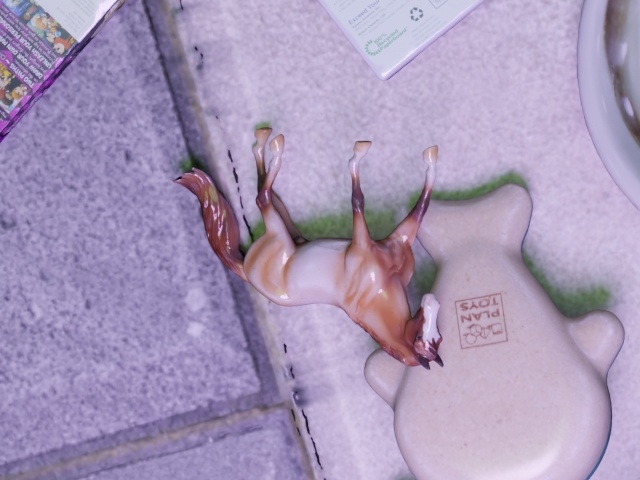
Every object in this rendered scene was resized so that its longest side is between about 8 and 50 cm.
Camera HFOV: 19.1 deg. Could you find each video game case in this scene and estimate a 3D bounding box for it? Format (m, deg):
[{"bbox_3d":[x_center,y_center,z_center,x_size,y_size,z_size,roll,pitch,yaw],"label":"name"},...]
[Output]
[{"bbox_3d":[-0.296,-0.228,1.608,0.232,0.042,0.210,43,100,0],"label":"video game case"}]

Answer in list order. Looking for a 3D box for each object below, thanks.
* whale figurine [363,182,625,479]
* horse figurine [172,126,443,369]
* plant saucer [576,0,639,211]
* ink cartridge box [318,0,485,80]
[{"bbox_3d":[0.146,0.095,1.575,0.216,0.141,0.272,-12,72,12],"label":"whale figurine"},{"bbox_3d":[0.000,0.000,1.568,0.263,0.066,0.174,8,101,32],"label":"horse figurine"},{"bbox_3d":[0.396,-0.160,1.458,0.400,0.100,0.400,-11,69,31],"label":"plant saucer"},{"bbox_3d":[0.069,-0.284,1.557,0.223,0.045,0.224,-37,91,10],"label":"ink cartridge box"}]
